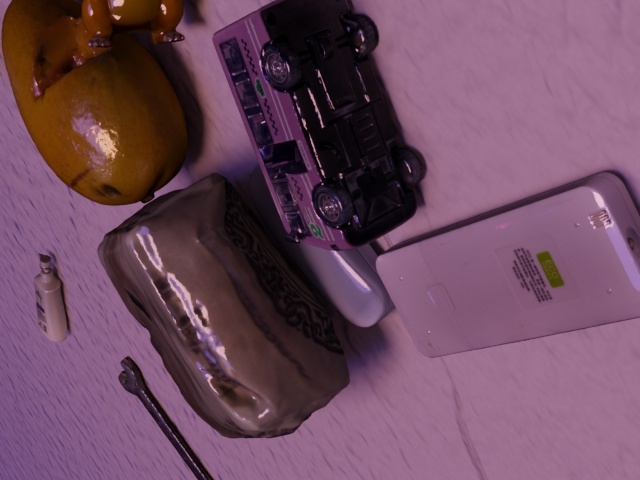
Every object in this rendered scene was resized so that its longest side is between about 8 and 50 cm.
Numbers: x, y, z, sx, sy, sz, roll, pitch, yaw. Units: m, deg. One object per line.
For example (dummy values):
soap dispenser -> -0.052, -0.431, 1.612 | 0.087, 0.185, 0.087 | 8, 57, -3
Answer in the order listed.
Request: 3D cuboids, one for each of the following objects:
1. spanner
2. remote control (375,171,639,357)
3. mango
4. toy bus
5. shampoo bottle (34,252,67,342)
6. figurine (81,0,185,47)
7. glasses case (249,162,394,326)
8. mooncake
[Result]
spanner -> -0.192, 0.263, 1.344 | 0.254, 0.015, 0.054 | 52, 141, 10
remote control -> 0.141, 0.027, 0.770 | 0.250, 0.034, 0.103 | -23, 96, 54
mango -> -0.235, -0.148, 1.016 | 0.262, 0.130, 0.167 | 44, 141, 27
toy bus -> -0.005, -0.093, 0.808 | 0.108, 0.096, 0.198 | -5, 109, 53
shampoo bottle -> -0.379, 0.079, 1.421 | 0.049, 0.034, 0.141 | 41, 140, 35
figurine -> -0.172, -0.264, 0.901 | 0.122, 0.121, 0.176 | -119, 29, -55
glasses case -> 0.000, 0.000, 0.908 | 0.178, 0.045, 0.067 | 50, 145, 11
mooncake -> -0.090, 0.067, 0.959 | 0.250, 0.136, 0.254 | 56, 162, -7
